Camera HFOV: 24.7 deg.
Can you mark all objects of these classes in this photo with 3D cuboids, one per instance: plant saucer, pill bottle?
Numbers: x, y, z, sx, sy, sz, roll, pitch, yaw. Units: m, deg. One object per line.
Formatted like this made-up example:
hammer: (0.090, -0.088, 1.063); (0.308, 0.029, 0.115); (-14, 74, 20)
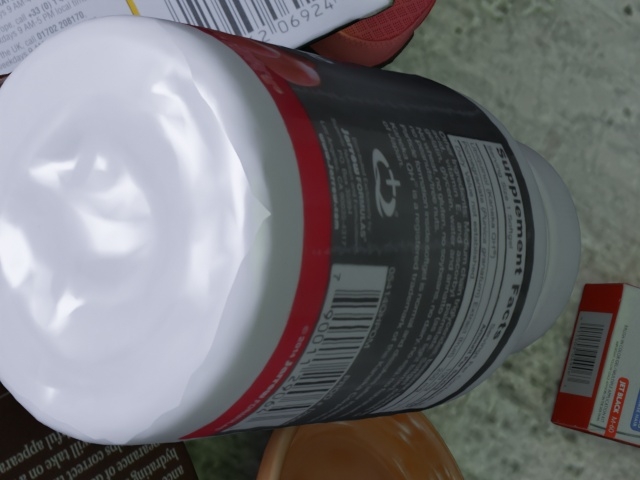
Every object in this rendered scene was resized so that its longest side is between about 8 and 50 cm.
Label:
plant saucer: (0.024, 0.176, 0.800); (0.200, 0.037, 0.200); (30, 50, -44)
pill bottle: (0.000, 0.000, 0.705); (0.318, 0.176, 0.176); (3, 89, -55)

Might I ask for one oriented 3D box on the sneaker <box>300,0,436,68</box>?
sneaker: (0.060, -0.244, 0.806); (0.116, 0.136, 0.314); (24, 83, -16)

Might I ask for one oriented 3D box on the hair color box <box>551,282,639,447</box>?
hair color box: (0.237, 0.092, 0.906); (0.167, 0.053, 0.093); (16, 84, -18)

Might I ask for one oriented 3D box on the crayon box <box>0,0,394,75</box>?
crayon box: (-0.120, -0.223, 0.740); (0.203, 0.083, 0.323); (-25, 99, 8)

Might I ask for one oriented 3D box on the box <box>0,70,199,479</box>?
box: (-0.168, 0.130, 0.696); (0.191, 0.143, 0.382); (-28, 98, -53)
